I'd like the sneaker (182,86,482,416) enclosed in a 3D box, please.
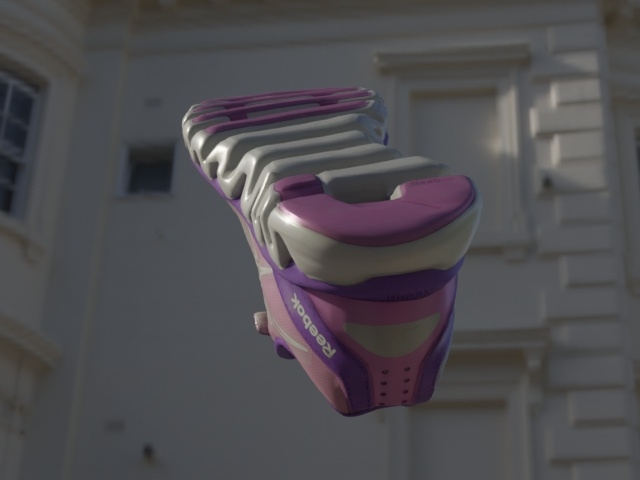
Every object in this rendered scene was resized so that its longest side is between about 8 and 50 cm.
[{"bbox_3d":[0.000,0.000,0.650,0.095,0.236,0.105,-10,-67,-11],"label":"sneaker"}]
